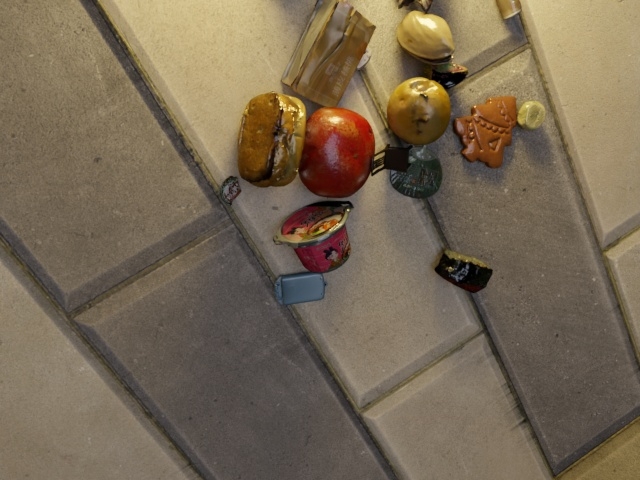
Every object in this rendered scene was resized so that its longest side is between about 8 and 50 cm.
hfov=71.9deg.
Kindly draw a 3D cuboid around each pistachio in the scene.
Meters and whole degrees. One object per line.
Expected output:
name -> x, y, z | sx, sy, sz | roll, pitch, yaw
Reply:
pistachio -> 0.368, -0.700, 1.527 | 0.238, 0.138, 0.153 | 41, 96, 21

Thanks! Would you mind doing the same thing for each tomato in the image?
tomato -> 0.081, -0.293, 1.511 | 0.339, 0.144, 0.337 | -13, 111, -38

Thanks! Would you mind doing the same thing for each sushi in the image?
sushi -> 0.586, 0.124, 1.799 | 0.225, 0.136, 0.126 | 23, 104, -23

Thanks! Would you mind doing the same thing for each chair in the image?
chair -> 0.256, -0.282, 1.570 | 0.102, 0.212, 0.084 | 9, 117, 20

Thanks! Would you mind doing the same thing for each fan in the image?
fan -> 0.410, -0.290, 1.724 | 0.223, 0.012, 0.294 | 40, 91, -19

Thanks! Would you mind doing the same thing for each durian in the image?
durian -> 0.440, -0.622, 1.629 | 0.187, 0.119, 0.108 | -10, 67, -24

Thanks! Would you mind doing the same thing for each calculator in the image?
calculator -> -0.074, 0.182, 1.692 | 0.211, 0.039, 0.120 | -7, 106, -13

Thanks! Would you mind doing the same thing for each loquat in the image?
loquat -> 0.348, -0.450, 1.571 | 0.244, 0.244, 0.243 | -3, 103, -14

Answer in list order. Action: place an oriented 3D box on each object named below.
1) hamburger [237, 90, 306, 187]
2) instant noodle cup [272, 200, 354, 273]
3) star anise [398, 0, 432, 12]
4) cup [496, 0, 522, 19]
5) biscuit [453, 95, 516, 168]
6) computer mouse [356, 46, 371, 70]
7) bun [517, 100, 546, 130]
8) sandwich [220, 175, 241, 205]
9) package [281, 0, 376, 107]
hamburger -> -0.156, -0.319, 1.429 | 0.175, 0.284, 0.304 | 3, 102, -28
instant noodle cup -> 0.000, 0.000, 1.579 | 0.303, 0.258, 0.181 | -20, 122, 3
star anise -> 0.366, -0.899, 1.504 | 0.283, 0.129, 0.212 | -38, 75, 7
cup -> 0.701, -0.887, 1.645 | 0.074, 0.102, 0.099 | -18, 112, 30
biscuit -> 0.671, -0.446, 1.739 | 0.284, 0.043, 0.306 | 36, 92, -19
computer mouse -> 0.088, -0.685, 1.534 | 0.199, 0.045, 0.102 | 38, 96, -15
bun -> 0.835, -0.496, 1.757 | 0.115, 0.069, 0.115 | -3, 104, -12
sandwich -> -0.317, -0.178, 1.555 | 0.069, 0.026, 0.101 | 35, 91, -18
package -> 0.028, -0.610, 1.444 | 0.222, 0.165, 0.311 | 27, 107, -13
